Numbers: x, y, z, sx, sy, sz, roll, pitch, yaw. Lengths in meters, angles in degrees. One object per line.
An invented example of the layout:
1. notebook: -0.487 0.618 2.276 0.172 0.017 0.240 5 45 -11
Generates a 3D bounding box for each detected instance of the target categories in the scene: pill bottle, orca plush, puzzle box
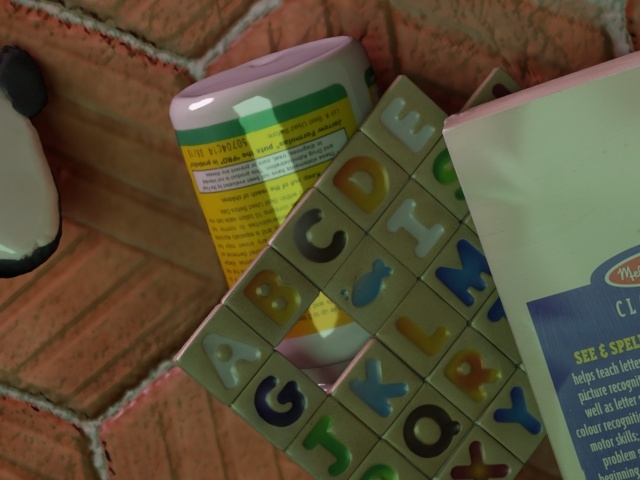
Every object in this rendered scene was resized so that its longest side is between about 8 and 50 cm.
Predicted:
1. pill bottle: 0.000 0.000 1.071 0.117 0.117 0.208 -14 103 22
2. orca plush: -0.271 -0.075 1.150 0.287 0.151 0.102 35 146 2
3. puzzle box: 0.295 0.000 0.974 0.408 0.052 0.272 -17 103 13

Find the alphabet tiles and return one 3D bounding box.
1. alphabet tiles: 0.066 0.033 1.030 0.198 0.009 0.237 41 82 -18
